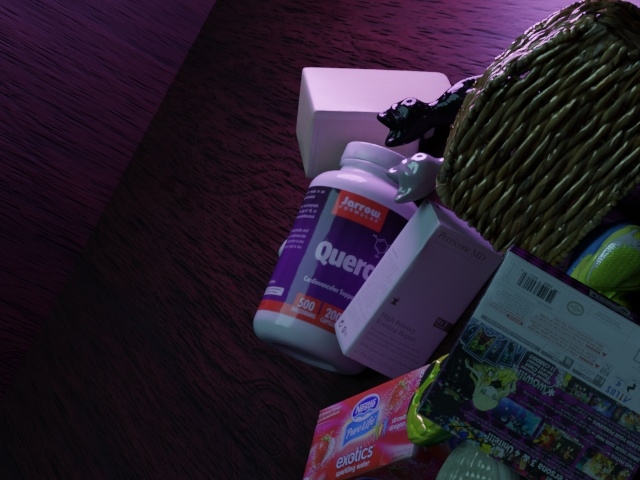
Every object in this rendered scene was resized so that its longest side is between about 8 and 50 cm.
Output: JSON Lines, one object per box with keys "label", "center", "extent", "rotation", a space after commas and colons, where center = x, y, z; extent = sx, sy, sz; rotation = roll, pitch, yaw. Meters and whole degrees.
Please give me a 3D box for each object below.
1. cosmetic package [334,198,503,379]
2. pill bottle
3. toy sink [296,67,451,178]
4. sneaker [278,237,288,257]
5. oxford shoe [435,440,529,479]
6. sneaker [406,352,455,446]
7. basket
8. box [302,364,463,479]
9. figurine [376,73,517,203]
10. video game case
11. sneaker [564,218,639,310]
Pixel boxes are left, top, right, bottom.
{"label": "cosmetic package", "center": [0.132, 0.072, 2.037], "extent": [0.231, 0.117, 0.085], "rotation": [-56, 25, 18]}
{"label": "pill bottle", "center": [0.037, 0.024, 2.200], "extent": [0.181, 0.181, 0.323], "rotation": [-3, 62, 64]}
{"label": "toy sink", "center": [0.088, -0.179, 2.347], "extent": [0.153, 0.234, 0.131], "rotation": [-104, 17, -56]}
{"label": "sneaker", "center": [0.000, 0.000, 2.470], "extent": [0.178, 0.072, 0.077], "rotation": [-56, 34, 33]}
{"label": "oxford shoe", "center": [0.199, 0.389, 1.526], "extent": [0.169, 0.130, 0.449], "rotation": [-45, 24, 31]}
{"label": "sneaker", "center": [0.214, 0.165, 1.663], "extent": [0.295, 0.123, 0.109], "rotation": [-34, 28, 32]}
{"label": "basket", "center": [0.284, -0.148, 1.761], "extent": [0.299, 0.213, 0.223], "rotation": [-49, 5, 29]}
{"label": "box", "center": [0.098, 0.264, 1.886], "extent": [0.257, 0.122, 0.128], "rotation": [-30, 38, 52]}
{"label": "figurine", "center": [0.186, -0.137, 2.050], "extent": [0.209, 0.092, 0.215], "rotation": [-13, 39, 7]}
{"label": "video game case", "center": [0.248, 0.150, 1.551], "extent": [0.210, 0.232, 0.042], "rotation": [-63, -9, 19]}
{"label": "sneaker", "center": [0.309, 0.071, 1.738], "extent": [0.240, 0.091, 0.126], "rotation": [-51, 7, 26]}
